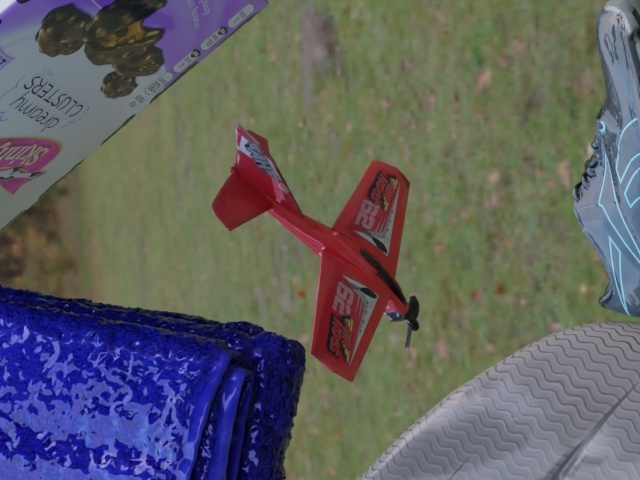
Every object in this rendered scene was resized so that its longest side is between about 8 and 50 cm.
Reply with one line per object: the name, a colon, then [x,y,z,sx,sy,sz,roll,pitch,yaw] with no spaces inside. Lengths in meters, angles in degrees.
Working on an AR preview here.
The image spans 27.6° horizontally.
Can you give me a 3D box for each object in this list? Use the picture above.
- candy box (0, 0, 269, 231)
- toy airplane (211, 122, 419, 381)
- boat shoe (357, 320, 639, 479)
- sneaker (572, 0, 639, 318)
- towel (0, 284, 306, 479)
candy box: [-0.133,-0.090,0.574,0.070,0.196,0.165,51,-177,13]
toy airplane: [0.000,0.000,0.650,0.028,0.151,0.151,-27,62,36]
boat shoe: [0.036,0.171,0.392,0.324,0.123,0.116,-62,-24,6]
sneaker: [0.238,-0.053,0.999,0.106,0.101,0.267,-4,110,36]
towel: [-0.136,0.174,0.570,0.076,0.228,0.308,33,-114,-79]
